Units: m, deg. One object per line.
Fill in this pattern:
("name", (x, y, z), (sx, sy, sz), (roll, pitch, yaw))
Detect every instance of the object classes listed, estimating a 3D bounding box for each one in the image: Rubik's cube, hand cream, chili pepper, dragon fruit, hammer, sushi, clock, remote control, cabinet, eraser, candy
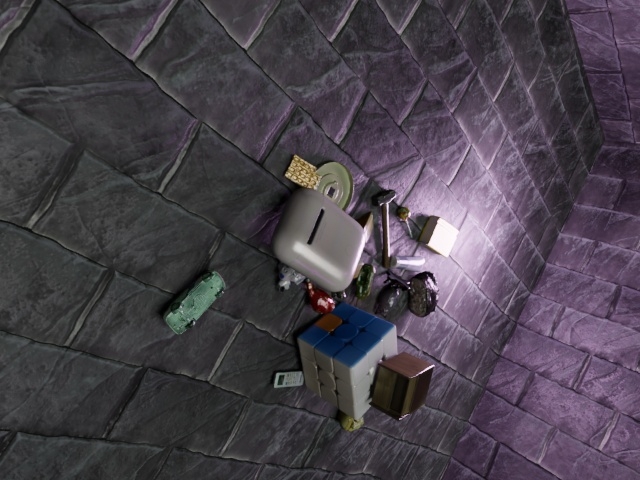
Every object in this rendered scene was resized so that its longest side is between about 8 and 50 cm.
("Rubik's cube", (0.117, 0.473, 1.913), (0.290, 0.291, 0.292), (-34, 128, -37))
("hand cream", (0.418, 0.109, 2.244), (0.255, 0.048, 0.080), (8, 105, -48))
("chili pepper", (0.186, 0.203, 2.044), (0.073, 0.072, 0.204), (7, 100, -46))
("dragon fruit", (-0.023, 0.220, 1.865), (0.190, 0.094, 0.094), (46, 72, -20))
("hammer", (0.285, -0.040, 2.069), (0.111, 0.043, 0.366), (-27, 123, -34))
("sushi", (0.514, 0.263, 2.332), (0.127, 0.124, 0.225), (-20, 118, -36))
("clock", (0.034, -0.184, 1.791), (0.234, 0.029, 0.235), (-17, 116, -38))
("remote control", (-0.127, 0.560, 1.919), (0.166, 0.029, 0.065), (11, 91, -44))
("cabinet", (0.310, 0.555, 1.826), (0.215, 0.148, 0.175), (-2, 106, -53))
("eraser", (0.584, -0.020, 2.330), (0.226, 0.069, 0.158), (27, 85, -45))
("candy", (0.396, -0.078, 2.156), (0.060, 0.060, 0.201), (-48, 138, -19))

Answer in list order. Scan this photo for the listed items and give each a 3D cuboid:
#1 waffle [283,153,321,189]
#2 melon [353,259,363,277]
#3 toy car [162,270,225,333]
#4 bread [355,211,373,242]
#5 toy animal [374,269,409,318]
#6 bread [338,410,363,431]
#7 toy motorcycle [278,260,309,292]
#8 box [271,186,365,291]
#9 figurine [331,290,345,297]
("waffle", (-0.058, -0.235, 1.673), (0.134, 0.021, 0.092), (26, 86, -31))
("melon", (0.093, 0.131, 1.962), (0.182, 0.054, 0.098), (-13, 129, -39))
("toy car", (-0.402, 0.188, 1.498), (0.224, 0.076, 0.090), (-49, 131, -29))
("bread", (0.198, -0.056, 1.951), (0.139, 0.084, 0.074), (-30, 123, -32))
("toy animal", (0.313, 0.251, 2.193), (0.210, 0.121, 0.117), (-61, -178, 16))
("bread", (0.130, 0.823, 2.216), (0.110, 0.103, 0.157), (-29, 119, -18))
("toy motorcycle", (-0.073, 0.098, 1.758), (0.221, 0.102, 0.150), (-36, 148, -24))
("box", (0.001, 0.000, 1.672), (0.348, 0.141, 0.289), (36, 64, -28))
("figurine", (0.075, 0.127, 1.869), (0.108, 0.114, 0.196), (-18, 106, -48))
